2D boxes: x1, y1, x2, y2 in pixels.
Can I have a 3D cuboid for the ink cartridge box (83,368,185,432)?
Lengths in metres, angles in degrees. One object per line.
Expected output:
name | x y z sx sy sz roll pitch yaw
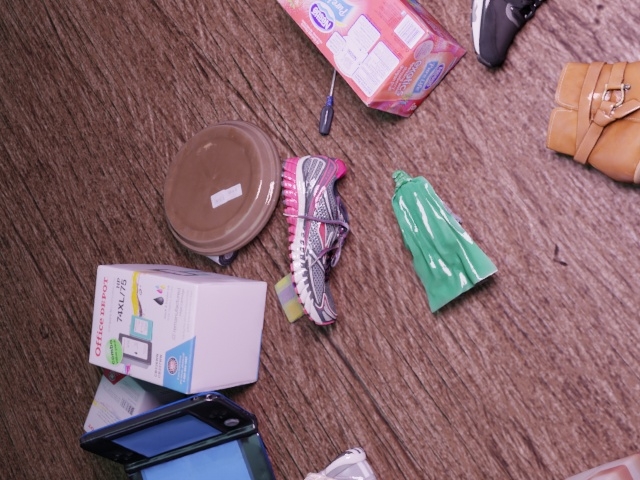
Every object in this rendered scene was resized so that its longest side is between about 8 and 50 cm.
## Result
ink cartridge box | -0.380 0.341 1.567 0.128 0.127 0.176 33 106 30

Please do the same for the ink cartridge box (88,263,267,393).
ink cartridge box | -0.274 0.159 1.455 0.270 0.197 0.198 7 92 35

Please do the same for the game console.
game console | -0.255 0.428 1.402 0.293 0.250 0.173 -21 55 13

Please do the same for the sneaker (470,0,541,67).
sneaker | 0.311 -0.395 1.124 0.124 0.107 0.283 17 99 28

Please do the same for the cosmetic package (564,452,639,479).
cosmetic package | 0.348 0.384 0.957 0.129 0.296 0.153 -35 70 30

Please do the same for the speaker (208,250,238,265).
speaker | -0.230 -0.001 1.515 0.136 0.055 0.055 27 104 33

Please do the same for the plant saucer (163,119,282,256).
plant saucer | -0.201 -0.108 1.472 0.277 0.041 0.278 -8 73 27

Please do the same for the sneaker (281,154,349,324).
sneaker | 0.000 0.000 1.325 0.112 0.121 0.299 -5 94 4

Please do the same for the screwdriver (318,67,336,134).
screwdriver | 0.019 -0.275 1.368 0.024 0.025 0.170 12 96 34

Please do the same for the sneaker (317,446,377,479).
sneaker | 0.019 0.473 1.315 0.229 0.086 0.132 -47 67 24

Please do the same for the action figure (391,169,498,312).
action figure | 0.180 -0.018 1.226 0.137 0.063 0.232 -37 73 30

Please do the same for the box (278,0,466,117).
box | 0.074 -0.364 1.259 0.154 0.142 0.300 -49 64 24

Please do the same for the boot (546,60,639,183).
boot | 0.445 -0.220 1.036 0.220 0.109 0.284 25 110 37

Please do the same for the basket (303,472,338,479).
basket | 0.054 0.571 1.132 0.331 0.266 0.328 16 98 15

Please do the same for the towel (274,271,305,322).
towel | -0.052 0.107 1.416 0.060 0.009 0.083 -39 67 29
